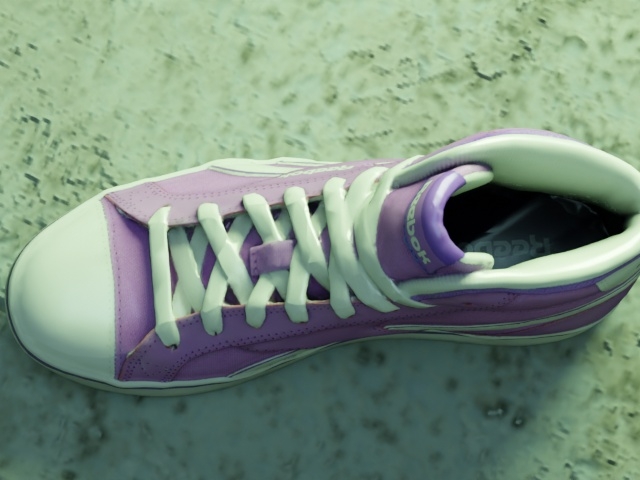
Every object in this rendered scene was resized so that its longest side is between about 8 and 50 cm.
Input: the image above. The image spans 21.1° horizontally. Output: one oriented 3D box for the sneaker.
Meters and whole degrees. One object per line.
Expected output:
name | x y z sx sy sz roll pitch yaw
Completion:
sneaker | 0.000 -0.001 0.714 0.282 0.161 0.102 -8 81 -2
